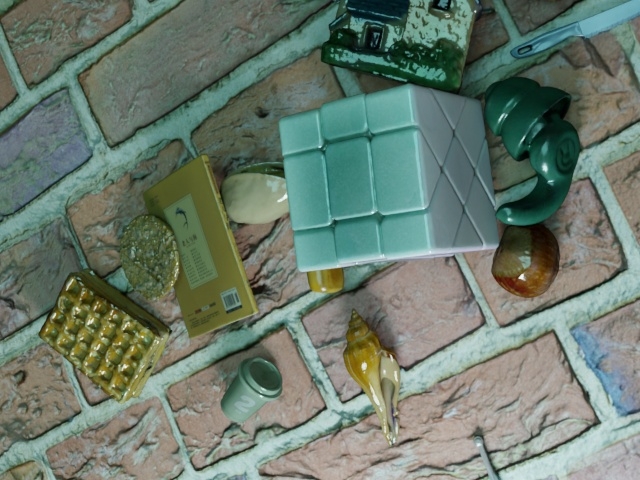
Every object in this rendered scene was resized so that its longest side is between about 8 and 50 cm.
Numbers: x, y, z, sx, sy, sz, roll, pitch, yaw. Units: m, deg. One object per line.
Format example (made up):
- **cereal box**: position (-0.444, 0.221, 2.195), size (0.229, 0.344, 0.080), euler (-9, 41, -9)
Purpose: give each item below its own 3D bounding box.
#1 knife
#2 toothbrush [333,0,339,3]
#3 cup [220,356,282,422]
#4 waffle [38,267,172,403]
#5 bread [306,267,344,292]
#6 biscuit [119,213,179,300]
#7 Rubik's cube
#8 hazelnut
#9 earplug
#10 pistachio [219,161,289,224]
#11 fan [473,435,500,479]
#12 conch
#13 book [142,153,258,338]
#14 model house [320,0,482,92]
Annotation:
- **knife**: position (0.542, -0.435, 1.736), size (0.313, 0.019, 0.045), euler (-20, 92, 19)
- **toothbrush**: position (0.098, -0.584, 1.900), size (0.167, 0.014, 0.011), euler (-32, 72, 18)
- **cup**: position (-0.167, 0.351, 1.977), size (0.120, 0.120, 0.141), euler (50, 118, 13)
- **waffle**: position (-0.542, 0.233, 2.123), size (0.308, 0.091, 0.213), euler (33, 102, 16)
- **bread**: position (0.000, 0.000, 1.913), size (0.074, 0.092, 0.239), euler (-7, 87, 41)
- **biscuit**: position (-0.419, 0.042, 2.074), size (0.219, 0.033, 0.220), euler (7, 101, 38)
- **Rubik's cube**: position (0.142, -0.116, 1.704), size (0.315, 0.318, 0.322), euler (-10, 86, 35)
- **hazelnut**: position (0.426, 0.039, 1.734), size (0.143, 0.143, 0.154), euler (14, 80, 20)
- **earplug**: position (0.415, -0.195, 1.716), size (0.257, 0.164, 0.280), euler (-47, 69, 23)
- **pistachio**: position (-0.134, -0.106, 1.935), size (0.223, 0.126, 0.152), euler (-11, 132, 26)
- **fan**: position (0.384, 0.554, 1.816), size (0.057, 0.023, 0.282), euler (-27, 82, 28)
- **conch**: position (0.116, 0.302, 1.881), size (0.093, 0.109, 0.330), euler (13, 123, 57)
- **book**: position (-0.290, 0.021, 2.000), size (0.269, 0.032, 0.389), euler (-23, 83, 43)
- **model house**: position (0.176, -0.470, 1.752), size (0.312, 0.245, 0.280), euler (15, 100, 10)
